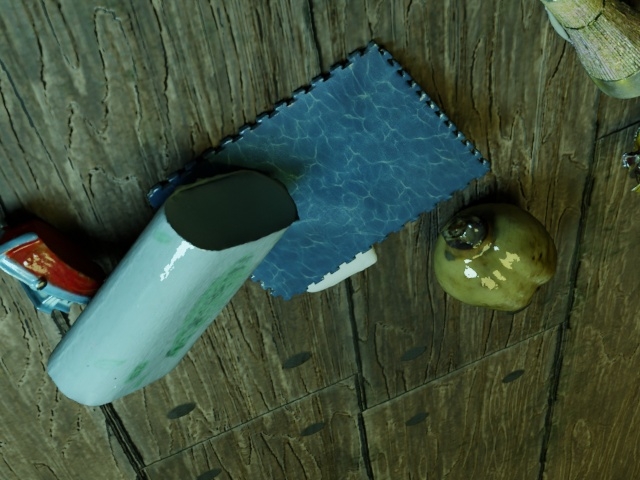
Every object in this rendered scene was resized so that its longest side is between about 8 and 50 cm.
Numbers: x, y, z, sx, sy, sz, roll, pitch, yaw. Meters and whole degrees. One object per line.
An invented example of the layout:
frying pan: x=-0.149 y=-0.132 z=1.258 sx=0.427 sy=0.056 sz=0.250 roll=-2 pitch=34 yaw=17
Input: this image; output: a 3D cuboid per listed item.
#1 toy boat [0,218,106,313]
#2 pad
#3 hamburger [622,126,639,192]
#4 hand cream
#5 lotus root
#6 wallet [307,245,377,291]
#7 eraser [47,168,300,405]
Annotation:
toy boat: x=-0.252 y=0.026 z=1.485 sx=0.059 sy=0.069 sz=0.173 roll=-36 pitch=161 yaw=5
pad: x=0.005 y=-0.057 z=1.588 sx=0.269 sy=0.012 sz=0.269 roll=-34 pitch=144 yaw=15
hamburger: x=0.417 y=-0.111 z=1.830 sx=0.164 sy=0.093 sz=0.189 roll=-36 pitch=154 yaw=15
hand cream: x=0.256 y=-0.203 z=1.530 sx=0.084 sy=0.084 sz=0.203 roll=-35 pitch=148 yaw=18
lotus root: x=0.190 y=0.015 z=1.830 sx=0.221 sy=0.118 sz=0.125 roll=26 pitch=91 yaw=-56
wallet: x=0.000 y=0.000 z=1.717 sx=0.095 sy=0.033 sz=0.190 roll=-26 pitch=154 yaw=2
eraser: x=-0.138 y=0.043 z=1.527 sx=0.174 sy=0.081 sz=0.227 roll=-19 pitch=153 yaw=-53
